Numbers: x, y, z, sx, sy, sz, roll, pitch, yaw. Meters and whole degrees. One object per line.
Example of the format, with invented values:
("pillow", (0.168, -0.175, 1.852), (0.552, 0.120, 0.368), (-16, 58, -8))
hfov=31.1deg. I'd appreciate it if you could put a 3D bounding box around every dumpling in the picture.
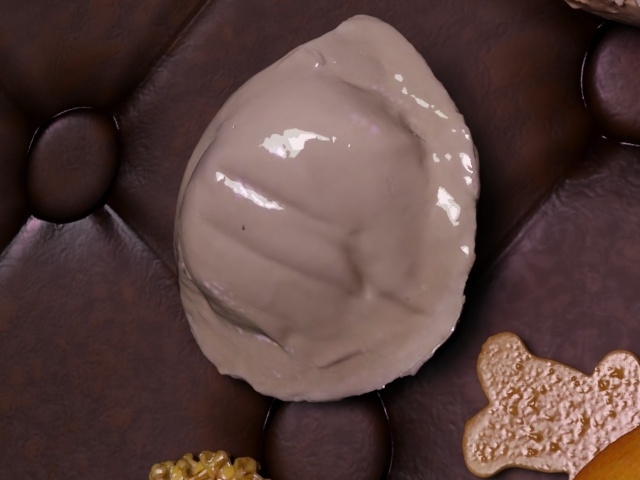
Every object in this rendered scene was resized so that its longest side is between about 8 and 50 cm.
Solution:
("dumpling", (0.000, 0.000, 1.116), (0.395, 0.233, 0.315), (-51, 62, 23))

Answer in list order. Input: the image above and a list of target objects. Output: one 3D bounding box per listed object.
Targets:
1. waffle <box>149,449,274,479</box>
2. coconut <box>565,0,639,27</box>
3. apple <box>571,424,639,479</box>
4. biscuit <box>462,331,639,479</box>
("waffle", (-0.126, 0.299, 1.194), (0.192, 0.046, 0.160), (-4, 73, 26))
("coconut", (0.315, -0.289, 1.032), (0.230, 0.227, 0.227), (-46, 61, 16))
("apple", (0.323, 0.250, 0.845), (0.275, 0.299, 0.299), (29, 91, 42))
("biscuit", (0.245, 0.173, 1.045), (0.240, 0.035, 0.158), (14, 85, 30))
